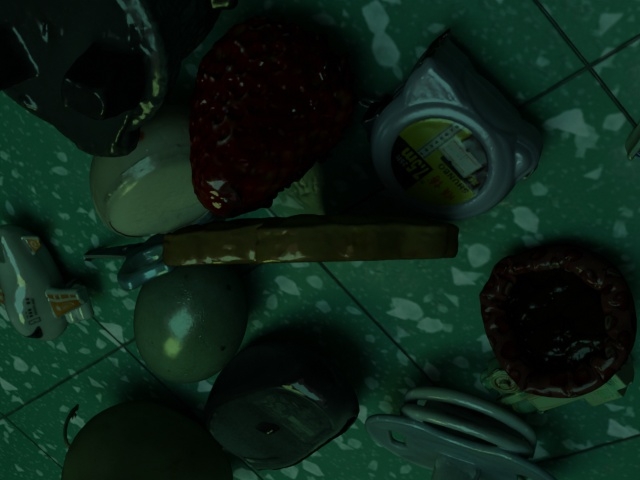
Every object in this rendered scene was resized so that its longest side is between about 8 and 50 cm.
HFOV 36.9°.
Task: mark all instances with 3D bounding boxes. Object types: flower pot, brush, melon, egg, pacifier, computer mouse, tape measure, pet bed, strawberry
[{"bbox_3d":[-0.261,-0.246,1.089,0.299,0.283,0.299,15,131,17],"label":"flower pot"},{"bbox_3d":[0.369,-0.151,0.998,0.030,0.033,0.178,23,135,2],"label":"brush"},{"bbox_3d":[-0.310,0.414,1.699,0.308,0.271,0.271,-5,128,4],"label":"melon"},{"bbox_3d":[-0.193,0.115,1.437,0.169,0.169,0.236,26,129,7],"label":"egg"},{"bbox_3d":[0.187,0.352,1.377,0.300,0.233,0.244,15,159,17],"label":"pacifier"},{"bbox_3d":[-0.058,0.258,1.525,0.203,0.114,0.374,40,143,-11],"label":"computer mouse"},{"bbox_3d":[0.144,-0.119,1.107,0.178,0.105,0.196,-34,108,35],"label":"tape measure"},{"bbox_3d":[0.290,0.097,1.177,0.201,0.053,0.201,-2,87,34],"label":"pet bed"},{"bbox_3d":[-0.070,-0.127,1.107,0.205,0.244,0.205,14,141,11],"label":"strawberry"}]

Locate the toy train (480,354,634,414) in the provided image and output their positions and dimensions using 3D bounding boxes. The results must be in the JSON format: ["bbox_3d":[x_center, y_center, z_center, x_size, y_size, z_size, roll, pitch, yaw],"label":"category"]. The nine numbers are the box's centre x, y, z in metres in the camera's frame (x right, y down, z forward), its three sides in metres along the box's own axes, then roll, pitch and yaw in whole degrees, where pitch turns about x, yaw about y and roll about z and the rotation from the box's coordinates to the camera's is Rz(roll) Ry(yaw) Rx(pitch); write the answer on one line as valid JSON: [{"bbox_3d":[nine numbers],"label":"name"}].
[{"bbox_3d":[0.310,0.175,1.277,0.125,0.080,0.194,44,133,-17],"label":"toy train"}]

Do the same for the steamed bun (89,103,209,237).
[{"bbox_3d":[-0.220,-0.103,1.281,0.228,0.177,0.130,121,134,-58],"label":"steamed bun"}]

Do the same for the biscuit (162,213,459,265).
[{"bbox_3d":[0.000,0.000,1.142,0.312,0.351,0.057,-5,86,55],"label":"biscuit"}]

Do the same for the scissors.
[{"bbox_3d":[-0.275,0.018,1.439,0.360,0.191,0.029,-7,119,53],"label":"scissors"}]

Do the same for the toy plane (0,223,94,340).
[{"bbox_3d":[-0.492,0.076,1.608,0.245,0.117,0.244,14,131,16],"label":"toy plane"}]
